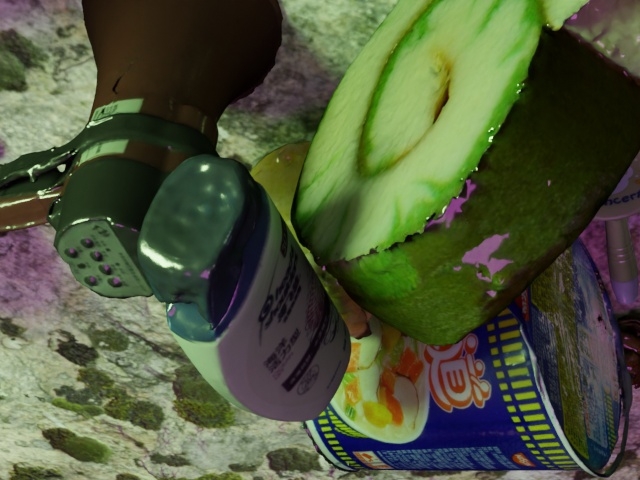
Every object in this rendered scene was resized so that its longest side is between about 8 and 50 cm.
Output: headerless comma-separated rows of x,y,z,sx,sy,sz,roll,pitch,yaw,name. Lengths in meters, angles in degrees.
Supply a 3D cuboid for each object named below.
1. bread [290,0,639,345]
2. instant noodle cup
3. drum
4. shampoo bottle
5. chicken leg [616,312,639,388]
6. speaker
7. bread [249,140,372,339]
0.135,-0.111,0.807,0.129,0.366,0.382,31,140,-22,bread
0.147,0.142,1.159,0.312,0.284,0.284,-16,132,31,instant noodle cup
0.329,-0.032,1.093,0.130,0.049,0.253,-21,129,25,drum
-0.053,0.063,0.848,0.078,0.134,0.359,17,162,19,shampoo bottle
0.390,0.142,1.252,0.196,0.080,0.125,-12,143,8,chicken leg
-0.192,-0.107,0.896,0.259,0.329,0.198,12,136,4,speaker
-0.003,-0.002,1.075,0.197,0.170,0.197,7,152,3,bread
